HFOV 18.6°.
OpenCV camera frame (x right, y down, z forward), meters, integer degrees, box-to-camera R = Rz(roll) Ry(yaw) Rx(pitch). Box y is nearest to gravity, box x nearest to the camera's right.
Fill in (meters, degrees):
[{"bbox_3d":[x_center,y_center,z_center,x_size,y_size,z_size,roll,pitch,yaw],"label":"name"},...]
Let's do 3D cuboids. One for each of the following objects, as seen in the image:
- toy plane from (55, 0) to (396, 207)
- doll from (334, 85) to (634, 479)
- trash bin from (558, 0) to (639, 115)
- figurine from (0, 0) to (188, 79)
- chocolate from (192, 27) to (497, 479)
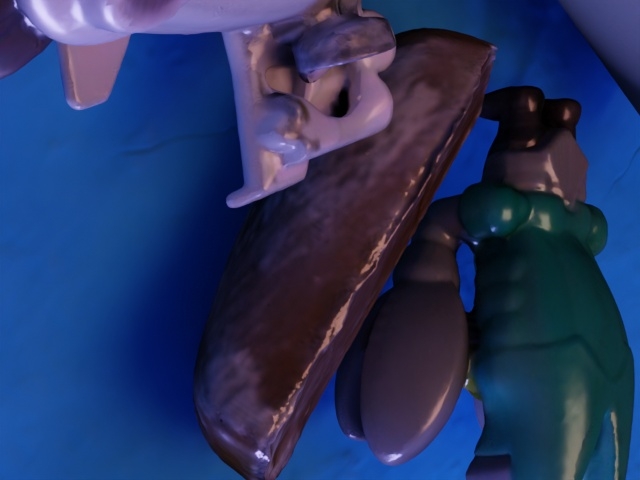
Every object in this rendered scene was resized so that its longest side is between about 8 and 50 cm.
[{"bbox_3d":[-0.050,-0.147,0.888,0.267,0.123,0.267,3,86,-41],"label":"toy plane"},{"bbox_3d":[0.117,0.056,1.148,0.195,0.153,0.258,39,57,-28],"label":"doll"},{"bbox_3d":[0.220,-0.220,1.042,0.280,0.280,0.432,-58,140,-14],"label":"trash bin"},{"bbox_3d":[-0.103,-0.198,0.695,0.361,0.253,0.211,-27,130,-3],"label":"figurine"},{"bbox_3d":[-0.001,-0.001,1.009,0.254,0.080,0.157,-61,175,-9],"label":"chocolate"}]
